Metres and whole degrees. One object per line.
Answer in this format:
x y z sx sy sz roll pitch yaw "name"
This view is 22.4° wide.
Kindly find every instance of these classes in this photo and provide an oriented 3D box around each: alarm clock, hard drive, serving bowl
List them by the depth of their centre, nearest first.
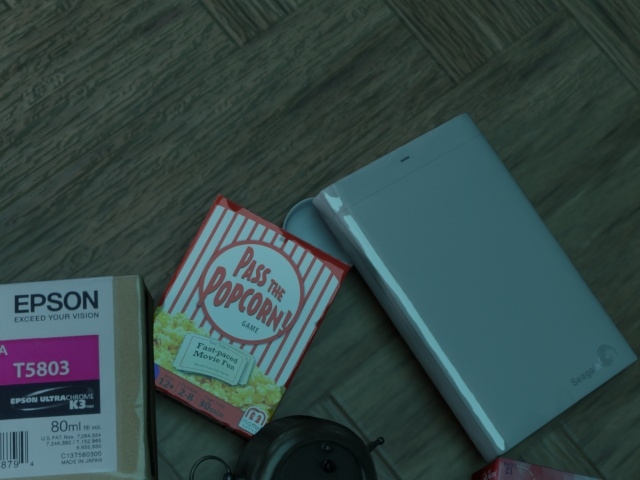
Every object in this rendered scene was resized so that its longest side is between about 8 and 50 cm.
-0.029 0.225 1.479 0.192 0.064 0.129 9 86 -22 "alarm clock"
0.000 0.000 1.608 0.083 0.027 0.083 4 70 -12 "serving bowl"
0.156 0.041 1.610 0.203 0.040 0.307 -29 81 -30 "hard drive"

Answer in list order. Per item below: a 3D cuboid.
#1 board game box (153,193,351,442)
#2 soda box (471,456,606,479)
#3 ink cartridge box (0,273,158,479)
-0.080 0.075 1.537 0.147 0.045 0.193 28 77 -3 "board game box"
0.275 0.282 1.548 0.263 0.083 0.092 13 69 -10 "soda box"
-0.265 0.137 1.437 0.235 0.088 0.193 -5 72 -1 "ink cartridge box"
